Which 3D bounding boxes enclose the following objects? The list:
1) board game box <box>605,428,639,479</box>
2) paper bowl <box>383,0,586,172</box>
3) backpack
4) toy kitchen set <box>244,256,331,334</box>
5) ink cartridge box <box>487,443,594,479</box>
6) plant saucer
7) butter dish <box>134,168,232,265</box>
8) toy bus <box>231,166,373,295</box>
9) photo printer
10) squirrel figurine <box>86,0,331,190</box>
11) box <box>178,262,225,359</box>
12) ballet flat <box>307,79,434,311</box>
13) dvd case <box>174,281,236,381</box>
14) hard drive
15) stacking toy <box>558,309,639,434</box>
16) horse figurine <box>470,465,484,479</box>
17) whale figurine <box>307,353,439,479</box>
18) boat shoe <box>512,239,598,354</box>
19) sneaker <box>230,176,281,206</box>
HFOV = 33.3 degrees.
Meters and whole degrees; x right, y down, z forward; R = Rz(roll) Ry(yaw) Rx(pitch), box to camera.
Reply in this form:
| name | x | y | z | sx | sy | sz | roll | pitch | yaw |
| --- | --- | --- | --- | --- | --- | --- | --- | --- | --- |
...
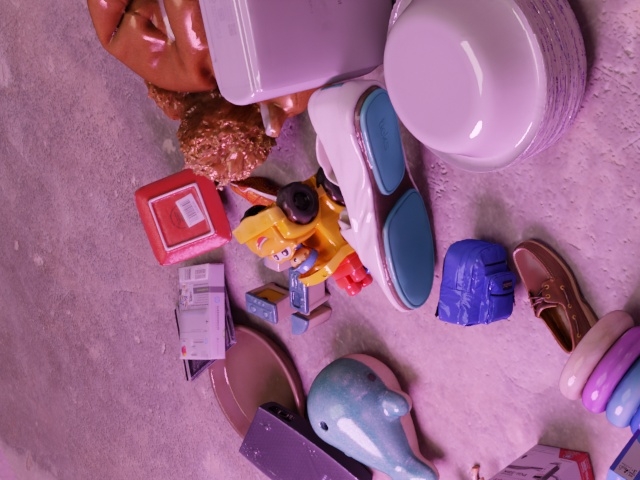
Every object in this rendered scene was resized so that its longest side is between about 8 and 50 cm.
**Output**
| name | x | y | z | sx | sy | sz | roll | pitch | yaw |
| --- | --- | --- | --- | --- | --- | --- | --- | --- | --- |
| board game box | 0.472 | 0.425 | 1.398 | 0.233 | 0.078 | 0.347 | 29 | 145 | 28 |
| paper bowl | 0.195 | -0.228 | 1.415 | 0.284 | 0.148 | 0.284 | 33 | 135 | 40 |
| backpack | 0.234 | 0.059 | 1.571 | 0.101 | 0.098 | 0.120 | 9 | 102 | 36 |
| toy kitchen set | -0.082 | 0.060 | 1.902 | 0.166 | 0.122 | 0.207 | 21 | 122 | 41 |
| ink cartridge box | 0.323 | 0.359 | 1.580 | 0.099 | 0.135 | 0.056 | -1 | 107 | 48 |
| plant saucer | -0.123 | 0.293 | 2.126 | 0.278 | 0.041 | 0.278 | 24 | 124 | 41 |
| butter dish | -0.252 | -0.050 | 2.054 | 0.159 | 0.118 | 0.160 | -20 | 91 | 10 |
| toy bus | 0.000 | 0.000 | 1.715 | 0.149 | 0.220 | 0.211 | -25 | 94 | 51 |
| photo printer | -0.023 | -0.340 | 1.494 | 0.107 | 0.307 | 0.256 | 1 | 105 | 47 |
| squirrel figurine | -0.138 | -0.285 | 1.741 | 0.370 | 0.281 | 0.397 | 30 | 143 | 23 |
| box | -0.236 | 0.142 | 2.117 | 0.145 | 0.038 | 0.186 | -10 | 79 | 58 |
| ballet flat | 0.075 | -0.069 | 1.605 | 0.139 | 0.139 | 0.400 | 20 | 140 | 42 |
| dvd case | -0.235 | 0.172 | 2.169 | 0.221 | 0.018 | 0.165 | -43 | 54 | 49 |
| hard drive | -0.026 | 0.422 | 2.028 | 0.254 | 0.054 | 0.172 | 35 | 133 | 12 |
| stacking toy | 0.472 | 0.235 | 1.363 | 0.330 | 0.141 | 0.141 | 38 | 133 | 26 |
| horse figurine | 0.305 | 0.459 | 1.707 | 0.263 | 0.066 | 0.175 | -1 | 102 | 47 |
| whale figurine | 0.082 | 0.329 | 1.832 | 0.272 | 0.141 | 0.216 | 55 | 139 | 13 |
| boat shoe | 0.325 | 0.080 | 1.502 | 0.178 | 0.060 | 0.064 | 58 | 140 | 10 |
| sneaker | -0.100 | -0.069 | 1.906 | 0.175 | 0.064 | 0.067 | 27 | 125 | 39 |
